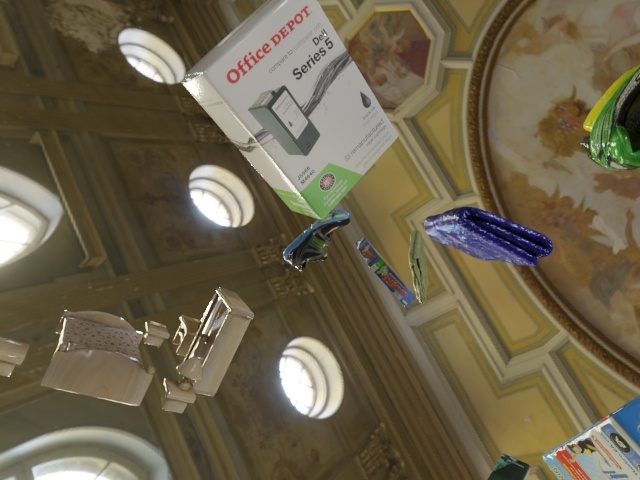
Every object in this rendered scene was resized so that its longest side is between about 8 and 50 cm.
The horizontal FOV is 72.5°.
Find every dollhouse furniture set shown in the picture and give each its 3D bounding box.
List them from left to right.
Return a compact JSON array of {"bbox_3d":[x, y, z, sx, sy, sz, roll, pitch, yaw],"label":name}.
[{"bbox_3d":[-0.325,0.126,0.765,0.303,0.355,0.174,25,-91,61],"label":"dollhouse furniture set"}]

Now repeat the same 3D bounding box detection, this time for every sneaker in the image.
[{"bbox_3d":[0.000,0.000,0.952,0.078,0.067,0.188,47,-62,-5],"label":"sneaker"},{"bbox_3d":[0.470,-0.231,0.522,0.134,0.146,0.343,27,-65,8],"label":"sneaker"}]

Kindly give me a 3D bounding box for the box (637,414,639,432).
[{"bbox_3d":[0.410,0.175,0.475,0.060,0.244,0.100,43,-74,36],"label":"box"}]

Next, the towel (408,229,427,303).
[{"bbox_3d":[0.204,0.050,0.914,0.027,0.148,0.110,-7,-64,18],"label":"towel"}]

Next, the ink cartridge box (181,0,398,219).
[{"bbox_3d":[-0.037,-0.200,0.669,0.198,0.273,0.115,-48,-148,-12],"label":"ink cartridge box"}]

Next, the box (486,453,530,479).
[{"bbox_3d":[0.259,0.540,0.714,0.058,0.322,0.232,11,-74,37],"label":"box"}]

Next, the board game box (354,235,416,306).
[{"bbox_3d":[0.156,0.070,1.081,0.035,0.201,0.136,-41,-77,6],"label":"board game box"}]

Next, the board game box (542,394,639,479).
[{"bbox_3d":[0.592,0.475,0.774,0.308,0.086,0.302,57,-19,33],"label":"board game box"}]

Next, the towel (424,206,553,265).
[{"bbox_3d":[0.388,-0.003,1.073,0.228,0.308,0.076,21,-92,1],"label":"towel"}]
